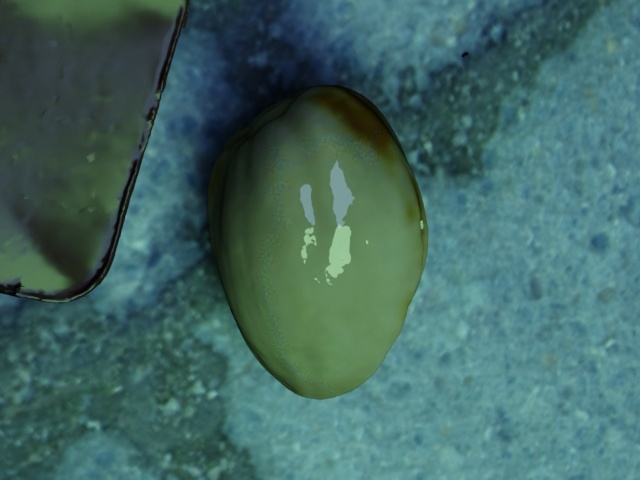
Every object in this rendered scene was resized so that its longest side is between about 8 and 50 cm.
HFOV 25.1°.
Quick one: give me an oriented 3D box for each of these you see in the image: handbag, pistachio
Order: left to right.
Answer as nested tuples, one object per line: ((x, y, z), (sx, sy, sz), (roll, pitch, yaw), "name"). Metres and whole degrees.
((-0.223, -0.104, 0.802), (0.275, 0.084, 0.260), (12, 104, -30), "handbag")
((0.000, 0.000, 0.917), (0.144, 0.144, 0.215), (-21, 128, -20), "pistachio")
